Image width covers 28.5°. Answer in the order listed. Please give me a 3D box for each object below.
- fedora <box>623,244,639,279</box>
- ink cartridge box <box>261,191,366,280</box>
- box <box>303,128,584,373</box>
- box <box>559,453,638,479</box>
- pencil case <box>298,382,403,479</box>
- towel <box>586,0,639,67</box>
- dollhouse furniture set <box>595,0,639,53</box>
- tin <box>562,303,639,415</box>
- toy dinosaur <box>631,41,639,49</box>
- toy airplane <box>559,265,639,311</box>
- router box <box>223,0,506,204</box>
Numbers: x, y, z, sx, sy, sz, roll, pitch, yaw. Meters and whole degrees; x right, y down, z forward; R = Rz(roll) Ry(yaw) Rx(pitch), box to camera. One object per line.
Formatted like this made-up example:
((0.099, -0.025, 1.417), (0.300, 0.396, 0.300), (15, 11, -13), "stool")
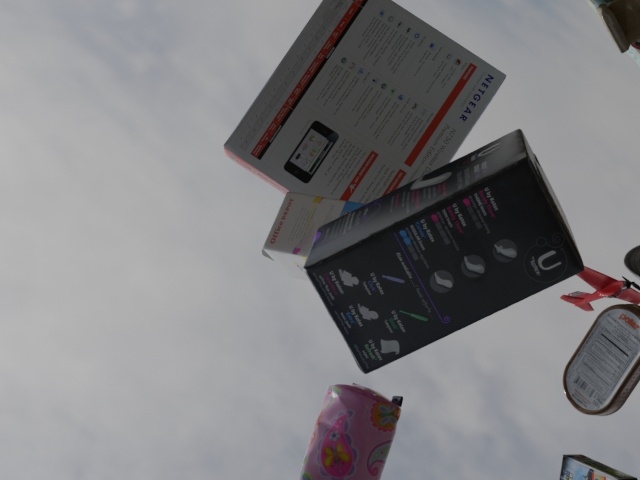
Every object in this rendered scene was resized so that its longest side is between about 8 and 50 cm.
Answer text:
((0.538, 0.006, 1.614), (0.243, 0.124, 0.275), (-10, -149, -33), "fedora")
((0.000, 0.000, 1.694), (0.143, 0.092, 0.090), (11, 157, 33), "ink cartridge box")
((0.137, 0.009, 1.401), (0.143, 0.270, 0.165), (60, -167, -12), "box")
((0.361, 0.403, 1.693), (0.036, 0.207, 0.114), (4, -175, -30), "box")
((0.025, 0.348, 1.849), (0.124, 0.284, 0.124), (18, 171, 3), "pencil case")
((0.449, -0.340, 1.846), (0.374, 0.090, 0.320), (50, -168, -4), "towel")
((0.318, -0.327, 1.164), (0.242, 0.212, 0.161), (60, -165, -8), "dollhouse furniture set")
((0.443, 0.183, 1.922), (0.040, 0.190, 0.106), (4, -150, -49), "tin")
((0.406, -0.225, 1.485), (0.047, 0.082, 0.090), (33, -126, -66), "toy dinosaur")
((0.442, 0.083, 1.998), (0.151, 0.151, 0.028), (24, -115, -26), "toy airplane")
((0.067, -0.190, 1.928), (0.301, 0.335, 0.082), (34, 175, 3), "router box")
